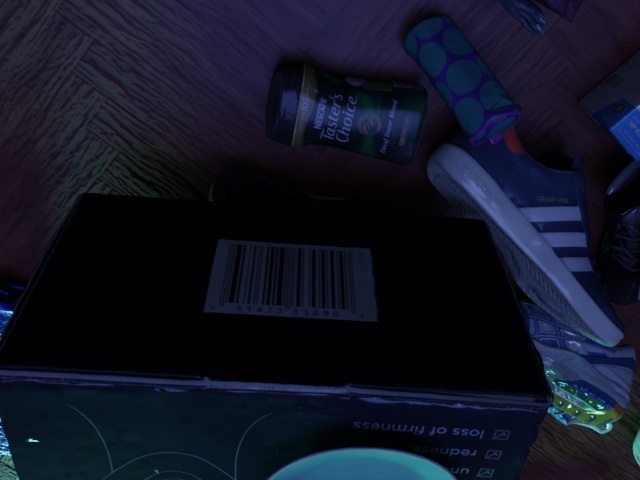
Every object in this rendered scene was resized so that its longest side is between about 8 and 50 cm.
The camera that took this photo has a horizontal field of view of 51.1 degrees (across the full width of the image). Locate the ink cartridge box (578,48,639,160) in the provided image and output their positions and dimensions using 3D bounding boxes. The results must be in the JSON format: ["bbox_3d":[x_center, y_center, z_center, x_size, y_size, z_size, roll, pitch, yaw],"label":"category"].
[{"bbox_3d":[0.403,-0.187,0.768,0.062,0.104,0.181,40,111,-21],"label":"ink cartridge box"}]

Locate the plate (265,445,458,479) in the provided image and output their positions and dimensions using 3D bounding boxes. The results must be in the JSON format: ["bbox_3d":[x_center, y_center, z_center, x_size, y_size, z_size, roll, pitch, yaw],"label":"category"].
[{"bbox_3d":[0.035,0.236,0.606,0.188,0.024,0.188,-1,127,-1],"label":"plate"}]

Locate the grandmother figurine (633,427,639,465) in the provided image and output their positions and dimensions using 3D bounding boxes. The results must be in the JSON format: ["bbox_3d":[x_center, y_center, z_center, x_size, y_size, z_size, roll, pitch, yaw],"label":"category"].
[{"bbox_3d":[0.648,0.266,1.031,0.343,0.104,0.207,-30,107,12],"label":"grandmother figurine"}]

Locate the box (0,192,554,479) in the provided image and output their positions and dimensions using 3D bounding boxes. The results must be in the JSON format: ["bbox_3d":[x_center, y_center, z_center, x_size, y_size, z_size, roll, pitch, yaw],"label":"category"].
[{"bbox_3d":[-0.057,0.225,0.791,0.481,0.297,0.471,4,125,-3],"label":"box"}]

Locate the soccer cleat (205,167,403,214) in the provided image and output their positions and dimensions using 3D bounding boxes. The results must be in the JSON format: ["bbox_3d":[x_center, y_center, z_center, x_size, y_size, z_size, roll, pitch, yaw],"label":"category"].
[{"bbox_3d":[0.000,0.000,0.881,0.319,0.108,0.116,15,143,-15],"label":"soccer cleat"}]

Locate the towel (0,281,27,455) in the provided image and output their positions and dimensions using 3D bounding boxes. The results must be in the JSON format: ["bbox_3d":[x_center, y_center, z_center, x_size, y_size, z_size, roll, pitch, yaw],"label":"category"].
[{"bbox_3d":[-0.529,0.180,0.966,0.228,0.076,0.308,16,118,-4],"label":"towel"}]

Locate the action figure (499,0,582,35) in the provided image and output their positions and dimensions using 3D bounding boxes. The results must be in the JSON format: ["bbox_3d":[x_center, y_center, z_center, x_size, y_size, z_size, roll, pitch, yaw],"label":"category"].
[{"bbox_3d":[0.273,-0.401,0.643,0.276,0.248,0.370,44,101,23],"label":"action figure"}]

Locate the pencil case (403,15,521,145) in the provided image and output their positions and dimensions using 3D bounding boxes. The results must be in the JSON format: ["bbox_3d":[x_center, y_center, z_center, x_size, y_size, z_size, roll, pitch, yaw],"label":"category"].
[{"bbox_3d":[0.158,-0.180,0.753,0.065,0.070,0.151,-30,74,1],"label":"pencil case"}]

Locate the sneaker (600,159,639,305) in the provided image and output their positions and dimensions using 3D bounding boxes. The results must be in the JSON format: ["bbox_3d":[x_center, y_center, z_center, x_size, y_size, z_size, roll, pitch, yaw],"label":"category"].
[{"bbox_3d":[0.386,-0.017,0.847,0.132,0.086,0.228,-8,117,-41],"label":"sneaker"}]

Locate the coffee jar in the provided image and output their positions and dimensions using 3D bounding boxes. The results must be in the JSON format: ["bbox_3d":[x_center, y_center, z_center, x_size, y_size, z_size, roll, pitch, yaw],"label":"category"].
[{"bbox_3d":[0.028,-0.151,0.797,0.185,0.079,0.096,8,119,-5],"label":"coffee jar"}]

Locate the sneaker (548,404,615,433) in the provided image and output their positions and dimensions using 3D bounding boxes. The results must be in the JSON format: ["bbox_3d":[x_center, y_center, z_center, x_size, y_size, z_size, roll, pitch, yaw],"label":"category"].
[{"bbox_3d":[0.358,0.223,1.010,0.211,0.081,0.080,22,118,-11],"label":"sneaker"}]

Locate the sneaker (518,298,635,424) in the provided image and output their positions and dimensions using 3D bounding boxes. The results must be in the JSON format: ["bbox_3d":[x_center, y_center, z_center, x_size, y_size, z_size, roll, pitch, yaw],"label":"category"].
[{"bbox_3d":[0.308,0.133,0.958,0.297,0.131,0.112,35,151,1],"label":"sneaker"}]

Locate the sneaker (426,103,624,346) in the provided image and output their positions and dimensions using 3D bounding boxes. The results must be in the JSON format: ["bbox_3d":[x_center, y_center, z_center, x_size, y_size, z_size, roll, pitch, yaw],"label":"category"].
[{"bbox_3d":[0.295,-0.020,0.836,0.148,0.131,0.350,-44,106,-6],"label":"sneaker"}]

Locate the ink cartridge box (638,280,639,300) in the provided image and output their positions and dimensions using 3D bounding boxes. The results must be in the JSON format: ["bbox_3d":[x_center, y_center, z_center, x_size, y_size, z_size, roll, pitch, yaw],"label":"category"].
[{"bbox_3d":[0.480,-0.002,0.844,0.206,0.045,0.208,-28,126,-27],"label":"ink cartridge box"}]
